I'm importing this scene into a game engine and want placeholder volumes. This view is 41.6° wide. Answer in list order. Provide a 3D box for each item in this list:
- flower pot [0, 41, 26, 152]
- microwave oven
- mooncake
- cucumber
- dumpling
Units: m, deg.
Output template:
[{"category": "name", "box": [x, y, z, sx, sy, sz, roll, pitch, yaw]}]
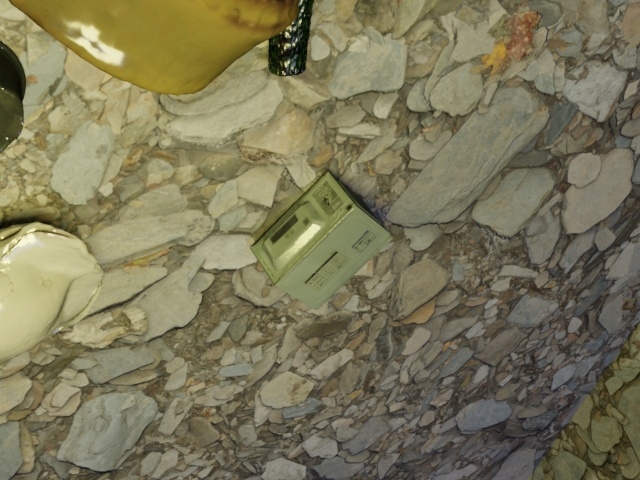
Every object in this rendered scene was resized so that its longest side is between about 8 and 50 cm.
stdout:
[{"category": "flower pot", "box": [-0.460, -0.183, 1.110, 0.157, 0.107, 0.157, -17, 133, -19]}, {"category": "microwave oven", "box": [0.000, 0.000, 1.565, 0.208, 0.122, 0.162, -44, 137, 9]}, {"category": "mooncake", "box": [-0.206, -0.377, 1.003, 0.246, 0.393, 0.394, -33, -174, 27]}, {"category": "cucumber", "box": [-0.034, -0.382, 1.238, 0.067, 0.067, 0.293, -10, 131, -26]}, {"category": "dumpling", "box": [-0.508, 0.119, 1.311, 0.341, 0.181, 0.260, -53, 150, -13]}]
